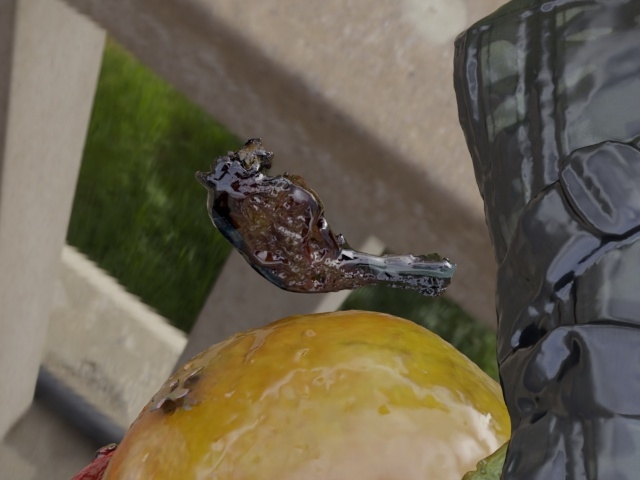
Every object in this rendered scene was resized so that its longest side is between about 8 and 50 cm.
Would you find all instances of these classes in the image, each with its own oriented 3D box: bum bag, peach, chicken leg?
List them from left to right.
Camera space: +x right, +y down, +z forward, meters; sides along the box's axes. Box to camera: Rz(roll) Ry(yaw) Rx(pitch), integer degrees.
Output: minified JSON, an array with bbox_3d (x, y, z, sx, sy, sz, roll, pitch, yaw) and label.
[{"bbox_3d":[0.000,0.000,1.340,0.253,0.106,0.051,26,32,-29],"label":"chicken leg"},{"bbox_3d":[0.034,0.222,0.970,0.290,0.372,0.372,-38,81,16],"label":"peach"},{"bbox_3d":[0.122,0.028,0.574,0.144,0.095,0.340,-12,56,21],"label":"bum bag"}]

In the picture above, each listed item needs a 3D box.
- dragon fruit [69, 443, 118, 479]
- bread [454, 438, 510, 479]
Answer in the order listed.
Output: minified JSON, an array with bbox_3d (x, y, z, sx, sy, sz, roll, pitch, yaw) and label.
[{"bbox_3d":[-0.224,0.370,1.719,0.307,0.227,0.243,-43,94,-5],"label":"dragon fruit"},{"bbox_3d":[0.135,0.142,0.749,0.140,0.069,0.128,-29,94,-10],"label":"bread"}]
